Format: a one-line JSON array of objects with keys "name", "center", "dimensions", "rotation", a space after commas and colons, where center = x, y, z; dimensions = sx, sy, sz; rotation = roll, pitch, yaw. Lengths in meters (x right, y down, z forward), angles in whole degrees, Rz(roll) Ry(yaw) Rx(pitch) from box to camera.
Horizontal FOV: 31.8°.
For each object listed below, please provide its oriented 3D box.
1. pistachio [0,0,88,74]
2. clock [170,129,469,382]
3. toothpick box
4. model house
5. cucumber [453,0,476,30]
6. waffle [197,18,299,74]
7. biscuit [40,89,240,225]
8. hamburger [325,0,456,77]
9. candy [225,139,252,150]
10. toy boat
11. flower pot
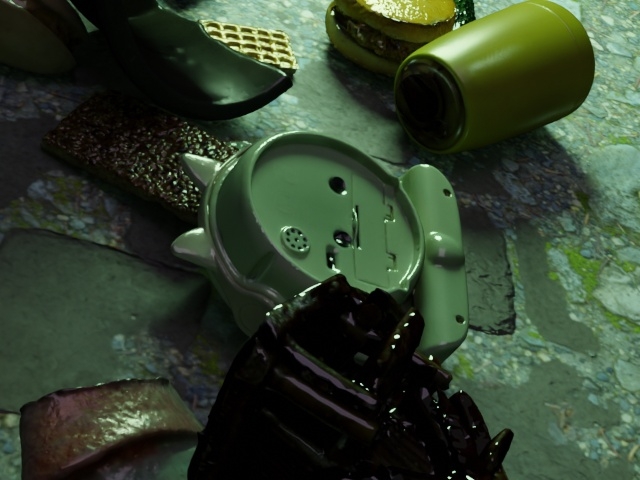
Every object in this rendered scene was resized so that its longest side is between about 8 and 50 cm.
[{"name": "pistachio", "center": [-0.375, -0.270, 1.368], "dimensions": [0.184, 0.124, 0.124], "rotation": [29, 39, -17]}, {"name": "clock", "center": [0.000, 0.000, 1.200], "dimensions": [0.324, 0.109, 0.265], "rotation": [17, 49, -22]}, {"name": "toothpick box", "center": [0.230, -0.217, 1.530], "dimensions": [0.271, 0.175, 0.175], "rotation": [-25, 60, -36]}, {"name": "model house", "center": [0.080, 0.187, 0.941], "dimensions": [0.282, 0.317, 0.297], "rotation": [41, 48, 14]}, {"name": "cucumber", "center": [0.210, -0.363, 1.753], "dimensions": [0.067, 0.068, 0.294], "rotation": [13, 41, -11]}, {"name": "waffle", "center": [-0.101, -0.266, 1.545], "dimensions": [0.135, 0.021, 0.092], "rotation": [3, 45, -22]}, {"name": "biscuit", "center": [-0.198, -0.103, 1.294], "dimensions": [0.230, 0.025, 0.131], "rotation": [25, 48, 17]}, {"name": "hamburger", "center": [0.100, -0.307, 1.605], "dimensions": [0.181, 0.118, 0.191], "rotation": [-9, 45, -27]}, {"name": "candy", "center": [-0.095, -0.075, 1.334], "dimensions": [0.103, 0.043, 0.103], "rotation": [10, 45, -10]}, {"name": "toy boat", "center": [-0.139, 0.258, 0.950], "dimensions": [0.206, 0.096, 0.282], "rotation": [2, 53, -44]}, {"name": "flower pot", "center": [-0.183, -0.361, 1.389], "dimensions": [0.379, 0.380, 0.251], "rotation": [-22, 33, -38]}]
